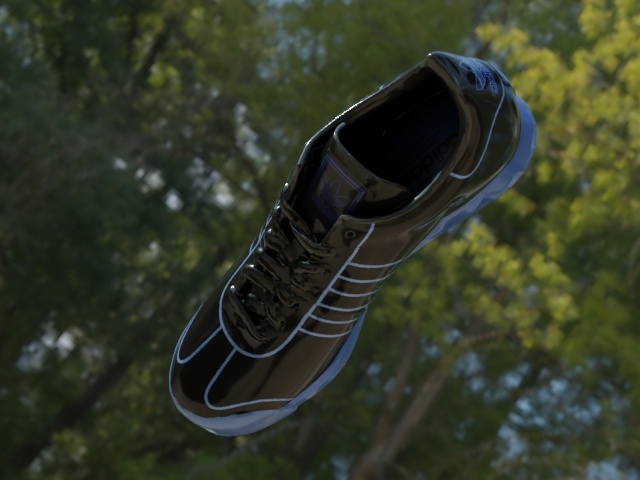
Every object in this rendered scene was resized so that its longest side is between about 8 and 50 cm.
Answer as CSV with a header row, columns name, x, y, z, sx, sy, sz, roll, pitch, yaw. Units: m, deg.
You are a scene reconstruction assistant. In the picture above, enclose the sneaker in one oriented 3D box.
name,x,y,z,sx,sy,sz,roll,pitch,yaw
sneaker,0.000,0.000,0.763,0.081,0.232,0.090,48,11,26
